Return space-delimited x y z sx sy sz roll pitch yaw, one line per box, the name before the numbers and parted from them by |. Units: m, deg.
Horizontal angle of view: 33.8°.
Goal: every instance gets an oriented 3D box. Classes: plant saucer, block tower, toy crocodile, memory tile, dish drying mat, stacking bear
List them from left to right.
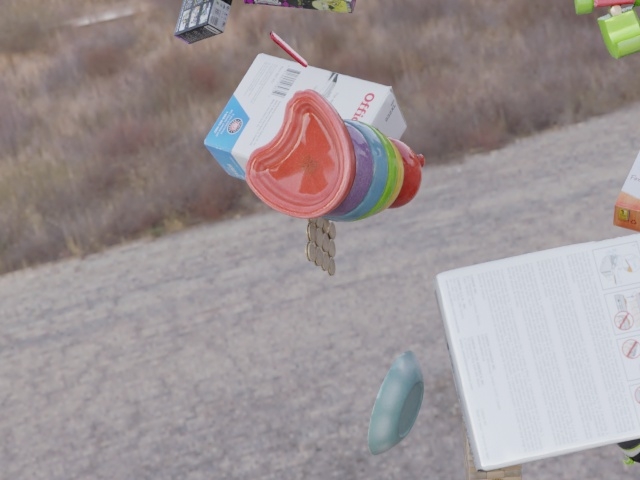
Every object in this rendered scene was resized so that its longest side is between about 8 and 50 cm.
dish drying mat | -0.055 -0.331 1.829 0.008 0.083 0.032 -45 18 19
memory tile | 0.000 0.000 2.007 0.012 0.113 0.148 -6 -18 20
stacking bear | 0.054 -0.107 1.599 0.175 0.164 0.289 -52 -26 22
plant saucer | 0.142 0.290 1.848 0.037 0.195 0.195 17 23 23
block tower | 0.294 0.404 1.802 0.091 0.335 0.097 -5 37 4
toy crocodile | 0.425 -0.438 1.538 0.115 0.341 0.105 -4 15 12

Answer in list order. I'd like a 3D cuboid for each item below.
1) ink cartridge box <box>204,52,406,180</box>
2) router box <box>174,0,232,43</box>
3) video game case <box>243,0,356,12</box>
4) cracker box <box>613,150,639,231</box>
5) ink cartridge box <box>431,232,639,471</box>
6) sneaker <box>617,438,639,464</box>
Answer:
ink cartridge box | -0.027 -0.203 1.996 0.307 0.129 0.223 20 70 30
router box | -0.234 -0.510 2.202 0.046 0.179 0.133 24 -17 -37
video game case | -0.019 -0.531 1.971 0.210 0.232 0.042 8 -28 11
cracker box | 0.705 -0.110 2.138 0.155 0.067 0.232 16 51 24
ink cartridge box | 0.392 0.165 1.625 0.385 0.308 0.091 -12 -14 -1
sneaker | 0.658 0.336 1.996 0.234 0.097 0.084 -35 25 0
